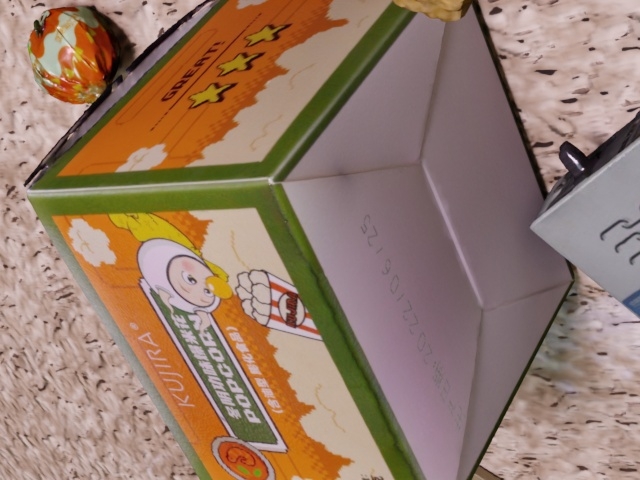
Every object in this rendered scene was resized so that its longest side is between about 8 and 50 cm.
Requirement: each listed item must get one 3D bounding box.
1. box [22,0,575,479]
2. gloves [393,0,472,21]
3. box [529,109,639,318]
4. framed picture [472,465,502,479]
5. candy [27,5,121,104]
[{"bbox_3d":[0.000,0.000,0.611,0.148,0.177,0.195,0,129,36],"label":"box"},{"bbox_3d":[0.104,-0.203,0.350,0.356,0.203,0.155,-41,78,44],"label":"gloves"},{"bbox_3d":[0.233,-0.024,0.530,0.211,0.045,0.270,38,141,-4],"label":"box"},{"bbox_3d":[0.098,0.218,0.892,0.136,0.010,0.201,32,141,3],"label":"framed picture"},{"bbox_3d":[-0.099,-0.048,0.697,0.184,0.049,0.055,56,169,12],"label":"candy"}]
